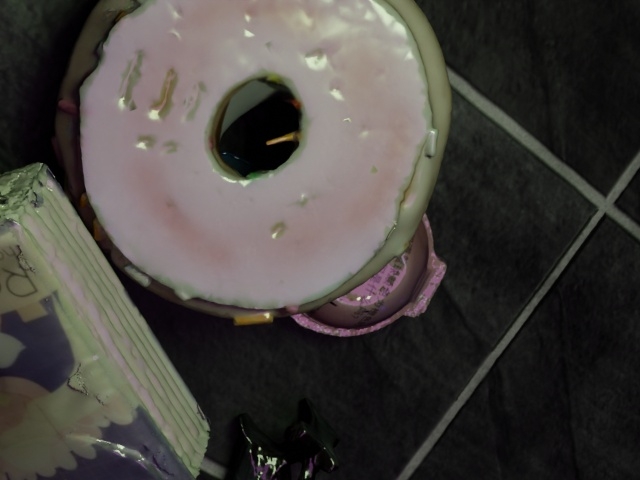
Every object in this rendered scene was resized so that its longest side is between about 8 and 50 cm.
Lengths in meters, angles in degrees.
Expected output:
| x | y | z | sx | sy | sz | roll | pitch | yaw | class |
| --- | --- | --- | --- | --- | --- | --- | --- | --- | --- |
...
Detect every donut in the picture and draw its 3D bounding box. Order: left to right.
| x | y | z | sx | sy | sz | roll | pitch | yaw | class |
| --- | --- | --- | --- | --- | --- | --- | --- | --- | --- |
| -0.067 | -0.114 | 1.382 | 0.382 | 0.142 | 0.383 | -2 | 102 | -11 | donut |

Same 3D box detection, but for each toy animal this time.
| x | y | z | sx | sy | sz | roll | pitch | yaw | class |
| --- | --- | --- | --- | --- | --- | --- | --- | --- | --- |
| -0.076 | 0.268 | 1.585 | 0.117 | 0.121 | 0.210 | 38 | 98 | -11 | toy animal |

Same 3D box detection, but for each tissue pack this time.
| x | y | z | sx | sy | sz | roll | pitch | yaw | class |
| --- | --- | --- | --- | --- | --- | --- | --- | --- | --- |
| -0.285 | 0.109 | 1.361 | 0.242 | 0.125 | 0.344 | -16 | 120 | 23 | tissue pack |

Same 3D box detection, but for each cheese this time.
| x | y | z | sx | sy | sz | roll | pitch | yaw | class |
| --- | --- | --- | --- | --- | --- | --- | --- | --- | --- |
| 0.000 | 0.000 | 1.525 | 0.286 | 0.074 | 0.189 | 22 | 97 | -16 | cheese |
